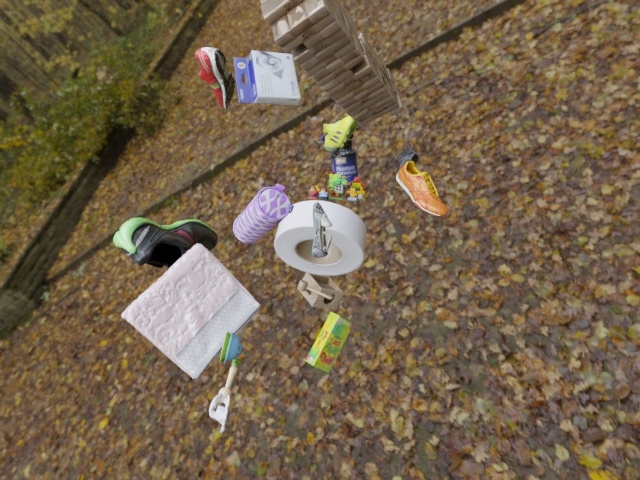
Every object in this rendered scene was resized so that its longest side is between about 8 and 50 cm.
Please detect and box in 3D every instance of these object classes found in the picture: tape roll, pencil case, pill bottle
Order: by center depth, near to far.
[{"bbox_3d":[-0.143,-0.059,0.996,0.206,0.086,0.088,-32,43,55],"label":"pencil case"},{"bbox_3d":[0.000,0.000,1.323,0.286,0.286,0.100,-14,50,33],"label":"tape roll"},{"bbox_3d":[0.114,-0.361,1.990,0.123,0.219,0.123,-7,14,2],"label":"pill bottle"}]

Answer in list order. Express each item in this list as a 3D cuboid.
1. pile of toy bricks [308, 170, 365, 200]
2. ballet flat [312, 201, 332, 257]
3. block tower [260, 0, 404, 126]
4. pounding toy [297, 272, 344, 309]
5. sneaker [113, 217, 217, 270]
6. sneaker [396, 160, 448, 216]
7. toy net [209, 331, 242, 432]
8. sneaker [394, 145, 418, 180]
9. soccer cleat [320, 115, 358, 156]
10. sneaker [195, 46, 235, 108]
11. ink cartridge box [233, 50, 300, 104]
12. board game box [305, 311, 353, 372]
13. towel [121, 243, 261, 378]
[{"bbox_3d":[0.055,-0.207,1.566,0.212,0.105,0.118,4,13,16],"label":"pile of toy bricks"},{"bbox_3d":[0.005,-0.021,0.857,0.041,0.041,0.114,5,96,45],"label":"ballet flat"},{"bbox_3d":[0.035,-0.310,0.720,0.097,0.335,0.091,-22,69,27],"label":"block tower"},{"bbox_3d":[-0.017,0.209,1.626,0.181,0.206,0.094,44,112,48],"label":"pounding toy"},{"bbox_3d":[-0.573,0.032,1.644,0.185,0.483,0.202,-45,74,20],"label":"sneaker"},{"bbox_3d":[0.254,-0.129,1.040,0.175,0.064,0.067,53,136,24],"label":"sneaker"},{"bbox_3d":[-0.212,0.317,0.923,0.232,0.045,0.122,-90,15,-56],"label":"toy net"},{"bbox_3d":[0.343,-0.318,1.744,0.170,0.051,0.089,-52,36,-8],"label":"sneaker"},{"bbox_3d":[0.059,-0.408,1.595,0.093,0.121,0.289,-49,4,-12],"label":"soccer cleat"},{"bbox_3d":[-0.424,-0.654,1.685,0.118,0.279,0.107,12,61,10],"label":"sneaker"},{"bbox_3d":[-0.199,-0.605,1.558,0.045,0.224,0.223,121,141,-62],"label":"ink cartridge box"},{"bbox_3d":[0.032,0.341,1.409,0.043,0.092,0.181,18,74,45],"label":"board game box"},{"bbox_3d":[-0.407,0.226,1.375,0.332,0.317,0.053,-48,6,-26],"label":"towel"}]
